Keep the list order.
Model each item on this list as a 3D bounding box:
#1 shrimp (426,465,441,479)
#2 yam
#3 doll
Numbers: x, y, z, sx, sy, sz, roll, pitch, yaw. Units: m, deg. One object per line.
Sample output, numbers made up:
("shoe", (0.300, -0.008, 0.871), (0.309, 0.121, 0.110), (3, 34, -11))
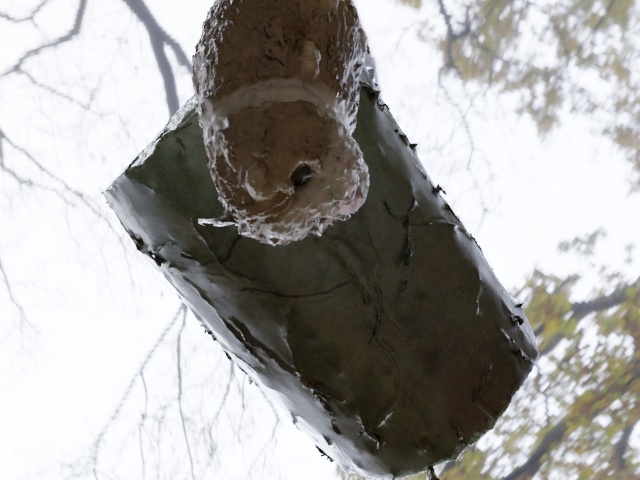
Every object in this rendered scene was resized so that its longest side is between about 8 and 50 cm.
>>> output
("shrimp", (0.108, 0.235, 0.931), (0.035, 0.148, 0.195), (-22, -124, -4))
("yam", (0.000, 0.000, 1.087), (0.241, 0.241, 0.348), (-39, -76, -14))
("doll", (-0.021, -0.105, 0.848), (0.114, 0.105, 0.221), (-3, -109, 23))
